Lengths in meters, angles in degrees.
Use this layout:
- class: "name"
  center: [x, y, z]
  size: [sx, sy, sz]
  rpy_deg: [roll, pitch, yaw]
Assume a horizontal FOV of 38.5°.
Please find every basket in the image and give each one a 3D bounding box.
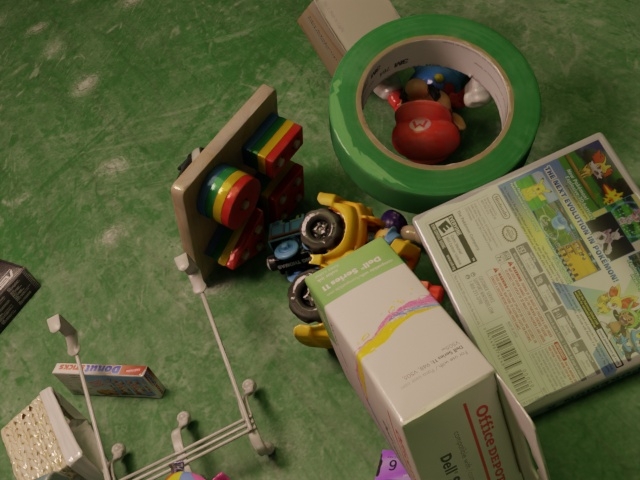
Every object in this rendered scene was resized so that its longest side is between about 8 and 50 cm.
- class: "basket"
  center: [-0.387, 0.319, 1.349]
  size: [0.103, 0.113, 0.167]
  rpy_deg: [-38, 43, -8]

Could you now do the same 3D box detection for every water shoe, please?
- class: "water shoe"
  center: [-0.232, -0.089, 1.718]
  size: [0.080, 0.073, 0.203]
  rpy_deg: [-36, 33, 24]

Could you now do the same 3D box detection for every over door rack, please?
- class: "over door rack"
  center: [-0.229, 0.213, 1.341]
  size: [0.239, 0.108, 0.324]
  rpy_deg: [-26, 67, 1]

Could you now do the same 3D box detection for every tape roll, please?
- class: "tape roll"
  center: [0.173, -0.198, 1.416]
  size: [0.321, 0.077, 0.321]
  rpy_deg: [-1, 67, 2]

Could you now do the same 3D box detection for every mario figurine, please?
- class: "mario figurine"
  center: [0.189, -0.272, 1.582]
  size: [0.198, 0.170, 0.320]
  rpy_deg: [-49, 17, 41]

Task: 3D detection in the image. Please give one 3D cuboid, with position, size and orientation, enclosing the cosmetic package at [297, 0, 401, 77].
- class: "cosmetic package"
  center: [0.056, -0.383, 1.673]
  size: [0.113, 0.160, 0.309]
  rpy_deg: [-34, 8, -1]

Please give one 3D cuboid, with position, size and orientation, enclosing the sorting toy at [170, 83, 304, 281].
- class: "sorting toy"
  center: [-0.120, -0.075, 1.509]
  size: [0.089, 0.257, 0.255]
  rpy_deg: [27, 59, 17]

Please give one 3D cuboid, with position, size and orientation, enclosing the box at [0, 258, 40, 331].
- class: "box"
  center: [-0.688, 0.144, 1.715]
  size: [0.216, 0.060, 0.270]
  rpy_deg: [13, 56, 36]

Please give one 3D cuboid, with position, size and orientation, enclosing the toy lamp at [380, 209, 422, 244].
- class: "toy lamp"
  center: [0.217, 0.003, 1.375]
  size: [0.275, 0.080, 0.080]
  rpy_deg: [9, 54, 33]

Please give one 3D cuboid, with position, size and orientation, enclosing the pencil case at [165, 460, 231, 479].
- class: "pencil case"
  center: [-0.190, 0.377, 1.081]
  size: [0.104, 0.104, 0.236]
  rpy_deg: [-2, 33, 26]

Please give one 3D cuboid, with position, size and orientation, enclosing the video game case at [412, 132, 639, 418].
- class: "video game case"
  center: [0.323, 0.042, 1.242]
  size: [0.300, 0.036, 0.329]
  rpy_deg: [-25, 60, 3]

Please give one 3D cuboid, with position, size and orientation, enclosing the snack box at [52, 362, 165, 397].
- class: "snack box"
  center: [-0.336, 0.222, 1.453]
  size: [0.178, 0.064, 0.022]
  rpy_deg: [-2, 47, 25]

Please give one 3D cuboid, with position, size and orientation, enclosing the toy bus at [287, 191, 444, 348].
- class: "toy bus"
  center: [0.078, 0.051, 1.312]
  size: [0.211, 0.149, 0.220]
  rpy_deg: [3, 78, 24]

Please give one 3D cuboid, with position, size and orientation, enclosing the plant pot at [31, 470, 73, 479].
- class: "plant pot"
  center: [-0.360, 0.459, 1.111]
  size: [0.252, 0.247, 0.248]
  rpy_deg: [-18, 41, 32]

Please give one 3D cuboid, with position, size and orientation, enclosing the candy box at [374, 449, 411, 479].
- class: "candy box"
  center: [0.135, 0.353, 1.077]
  size: [0.165, 0.070, 0.196]
  rpy_deg: [-2, 47, 25]

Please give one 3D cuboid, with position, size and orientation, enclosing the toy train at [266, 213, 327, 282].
- class: "toy train"
  center: [0.000, 0.000, 1.492]
  size: [0.184, 0.080, 0.105]
  rpy_deg: [-16, 37, 12]

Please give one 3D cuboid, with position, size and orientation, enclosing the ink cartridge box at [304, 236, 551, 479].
- class: "ink cartridge box"
  center: [0.120, 0.179, 1.052]
  size: [0.119, 0.207, 0.353]
  rpy_deg: [-28, 37, -7]
